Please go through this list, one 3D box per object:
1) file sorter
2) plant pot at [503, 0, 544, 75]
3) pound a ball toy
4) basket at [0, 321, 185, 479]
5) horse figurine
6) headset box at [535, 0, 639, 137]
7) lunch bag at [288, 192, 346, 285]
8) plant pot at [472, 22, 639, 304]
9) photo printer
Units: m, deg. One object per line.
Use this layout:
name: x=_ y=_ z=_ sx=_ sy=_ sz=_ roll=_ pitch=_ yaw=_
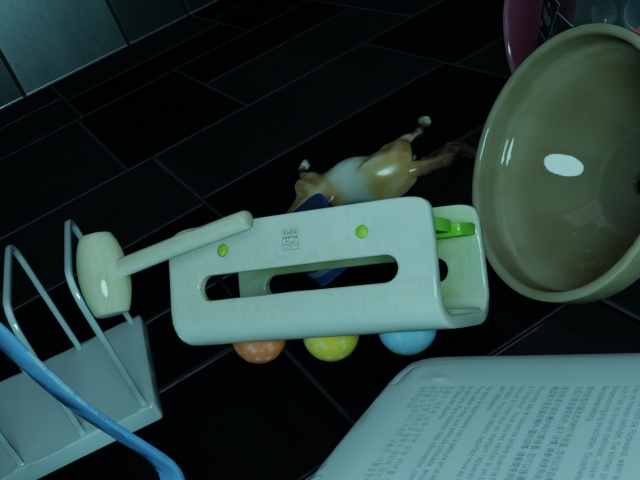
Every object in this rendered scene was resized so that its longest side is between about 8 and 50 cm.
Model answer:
file sorter: x=-0.327 y=0.126 z=0.917 sx=0.277 sy=0.173 sz=0.193 roll=-25 pitch=27 yaw=-4
plant pot: x=0.335 y=-0.247 z=1.066 sx=0.180 sy=0.201 sz=0.201 roll=-12 pitch=24 yaw=-12
pound a ball toy: x=-0.035 y=0.046 z=0.829 sx=0.319 sy=0.136 sz=0.208 roll=-8 pitch=-5 yaw=29
basket: x=-0.212 y=0.223 z=0.569 sx=0.201 sy=0.255 sz=0.289 roll=-6 pitch=50 yaw=35
horse figurine: x=0.051 y=-0.076 z=1.102 sx=0.263 sy=0.066 sz=0.174 roll=-16 pitch=22 yaw=21
headset box: x=0.330 y=-0.221 z=0.879 sx=0.218 sy=0.293 sz=0.110 roll=0 pitch=31 yaw=-3
lunch bag: x=0.000 y=0.000 z=1.003 sx=0.067 sy=0.065 sz=0.098 roll=-37 pitch=26 yaw=8
plant pot: x=0.248 y=-0.058 z=0.804 sx=0.109 sy=0.238 sz=0.237 roll=10 pitch=10 yaw=-30
photo printer: x=0.151 y=0.155 z=0.511 sx=0.307 sy=0.107 sz=0.256 roll=-6 pitch=18 yaw=31
